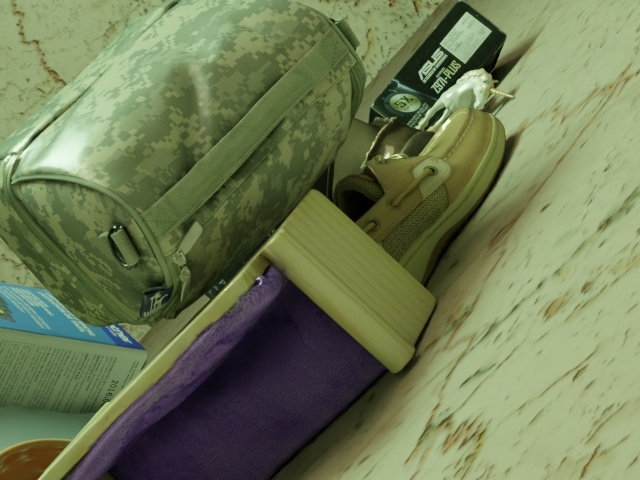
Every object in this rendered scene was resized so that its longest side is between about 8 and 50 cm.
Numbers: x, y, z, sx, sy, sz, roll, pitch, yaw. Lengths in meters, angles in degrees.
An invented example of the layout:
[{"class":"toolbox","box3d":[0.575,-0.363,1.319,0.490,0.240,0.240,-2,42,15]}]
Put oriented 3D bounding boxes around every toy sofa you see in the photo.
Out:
[{"class":"toy sofa","box3d":[-0.081,0.142,1.347,0.362,0.150,0.177,-45,4,31]}]

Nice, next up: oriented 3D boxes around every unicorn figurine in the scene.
[{"class":"unicorn figurine","box3d":[0.163,-0.157,1.849,0.111,0.060,0.162,-52,8,15]}]

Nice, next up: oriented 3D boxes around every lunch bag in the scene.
[{"class":"lunch bag","box3d":[-0.123,-0.074,1.405,0.305,0.212,0.256,-47,17,-28]}]

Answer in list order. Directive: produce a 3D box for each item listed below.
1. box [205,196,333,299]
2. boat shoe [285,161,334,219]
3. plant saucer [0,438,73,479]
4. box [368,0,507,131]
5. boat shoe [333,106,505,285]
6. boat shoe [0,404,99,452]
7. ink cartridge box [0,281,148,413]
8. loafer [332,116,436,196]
[{"class":"box","box3d":[-0.034,0.024,1.703,0.158,0.156,0.093,-44,9,41]},{"class":"boat shoe","box3d":[0.000,0.001,1.581,0.080,0.073,0.224,-100,18,-73]},{"class":"plant saucer","box3d":[-0.228,0.265,1.472,0.037,0.200,0.200,-65,-2,30]},{"class":"box","box3d":[0.144,-0.195,2.001,0.180,0.077,0.147,-50,-6,-7]},{"class":"boat shoe","box3d":[0.073,-0.033,1.504,0.121,0.110,0.341,-43,9,47]},{"class":"boat shoe","box3d":[-0.277,0.263,1.683,0.156,0.136,0.367,-60,-25,16]},{"class":"ink cartridge box","box3d":[-0.374,0.188,1.755,0.151,0.395,0.270,38,106,44]},{"class":"loafer","box3d":[0.040,-0.080,1.842,0.134,0.130,0.366,-63,5,-6]}]
